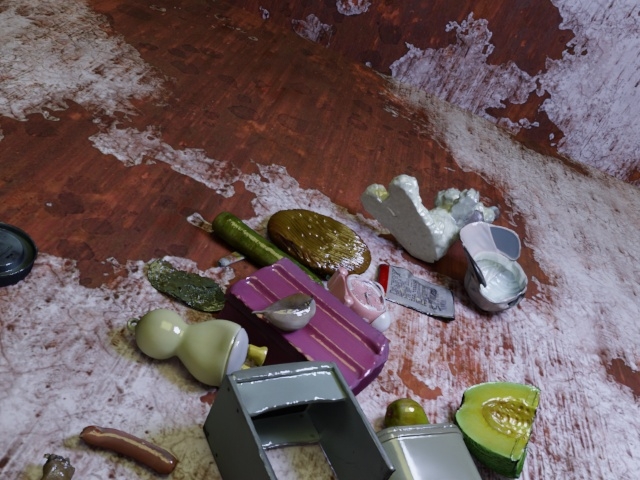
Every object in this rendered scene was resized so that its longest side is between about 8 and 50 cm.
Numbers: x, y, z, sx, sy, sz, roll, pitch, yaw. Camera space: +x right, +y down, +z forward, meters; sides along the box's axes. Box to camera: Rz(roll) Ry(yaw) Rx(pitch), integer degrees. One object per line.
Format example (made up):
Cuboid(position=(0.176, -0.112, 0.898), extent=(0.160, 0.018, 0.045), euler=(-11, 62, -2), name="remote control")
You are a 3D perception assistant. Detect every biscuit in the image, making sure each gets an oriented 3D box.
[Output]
Cuboid(position=(0.000, 0.000, 1.922), extent=(0.318, 0.040, 0.318), euler=(20, 26, -10), name="biscuit")

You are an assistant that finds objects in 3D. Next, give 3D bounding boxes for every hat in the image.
Cuboid(position=(0.493, 0.080, 2.012), extent=(0.232, 0.161, 0.275), euler=(-33, 96, -41), name="hat")

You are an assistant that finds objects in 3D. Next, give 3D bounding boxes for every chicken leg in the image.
Cuboid(position=(-0.435, 0.412, 1.046), extent=(0.125, 0.080, 0.196), euler=(20, 30, 14), name="chicken leg")

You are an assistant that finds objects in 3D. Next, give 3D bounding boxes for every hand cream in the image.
Cuboid(position=(-0.231, 0.047, 1.748), extent=(0.035, 0.022, 0.102), euler=(31, 28, 20), name="hand cream")

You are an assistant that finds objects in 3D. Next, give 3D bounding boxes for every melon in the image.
Cuboid(position=(0.392, 0.436, 1.544), extent=(0.169, 0.129, 0.265), euler=(13, 31, 23), name="melon")

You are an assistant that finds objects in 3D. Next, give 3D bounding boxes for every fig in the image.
Cuboid(position=(0.207, 0.407, 1.507), extent=(0.166, 0.093, 0.093), euler=(35, 20, -42), name="fig")

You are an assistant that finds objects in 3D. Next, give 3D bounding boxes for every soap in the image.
Cuboid(position=(-0.032, 0.212, 1.549), extent=(0.359, 0.128, 0.233), euler=(38, 37, 19), name="soap")

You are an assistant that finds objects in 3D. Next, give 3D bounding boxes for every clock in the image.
Cuboid(position=(-0.702, 0.028, 1.436), extent=(0.184, 0.040, 0.184), euler=(17, 33, -12), name="clock")
Cuboid(position=(0.102, 0.163, 1.756), extent=(0.162, 0.093, 0.166), euler=(22, 31, -22), name="clock")

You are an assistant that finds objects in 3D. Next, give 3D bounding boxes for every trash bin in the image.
Cuboid(position=(0.221, 0.496, 1.333), extent=(0.243, 0.121, 0.247), euler=(6, 40, -28), name="trash bin")

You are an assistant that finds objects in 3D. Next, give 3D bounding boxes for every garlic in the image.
Cuboid(position=(-0.066, 0.159, 1.448), extent=(0.084, 0.066, 0.152), euler=(13, 24, 34), name="garlic")

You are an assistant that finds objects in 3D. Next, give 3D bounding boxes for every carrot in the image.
Cuboid(position=(-0.134, 0.043, 1.779), extent=(0.358, 0.074, 0.074), euler=(35, 34, 8), name="carrot")

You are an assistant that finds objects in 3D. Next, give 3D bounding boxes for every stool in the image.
Cuboid(position=(-0.049, 0.383, 1.260), extent=(0.243, 0.170, 0.270), euler=(0, 41, -33), name="stool")

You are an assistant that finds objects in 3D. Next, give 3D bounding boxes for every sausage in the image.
Cuboid(position=(-0.339, 0.369, 1.201), extent=(0.177, 0.040, 0.047), euler=(24, 39, -2), name="sausage")

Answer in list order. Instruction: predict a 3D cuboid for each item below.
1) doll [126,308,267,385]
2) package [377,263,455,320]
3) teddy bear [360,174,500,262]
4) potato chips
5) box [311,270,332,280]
Cuboid(position=(-0.261, 0.218, 1.414), extent=(0.296, 0.117, 0.141), euler=(16, 63, 6), name="doll")
Cuboid(position=(0.274, 0.144, 1.941), extent=(0.239, 0.030, 0.154), euler=(22, 34, -6), name="package")
Cuboid(position=(0.370, -0.122, 2.136), extent=(0.375, 0.327, 0.362), euler=(53, 56, -15), name="teddy bear")
Cuboid(position=(-0.308, 0.108, 1.608), extent=(0.209, 0.026, 0.142), euler=(37, 32, 16), name="potato chips")
Cuboid(position=(0.022, 0.086, 1.860), extent=(0.082, 0.023, 0.051), euler=(29, 31, 5), name="box")
